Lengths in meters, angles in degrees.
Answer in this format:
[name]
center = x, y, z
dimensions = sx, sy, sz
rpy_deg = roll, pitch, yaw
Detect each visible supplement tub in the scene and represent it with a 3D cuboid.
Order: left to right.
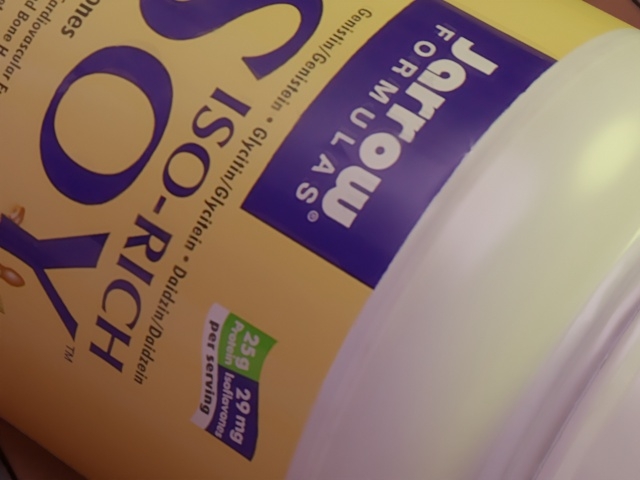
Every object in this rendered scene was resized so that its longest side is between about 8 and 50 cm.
[supplement tub]
center = 0.000, 0.000, 0.621
dimensions = 0.331, 0.241, 0.241
rpy_deg = 31, 58, 22
